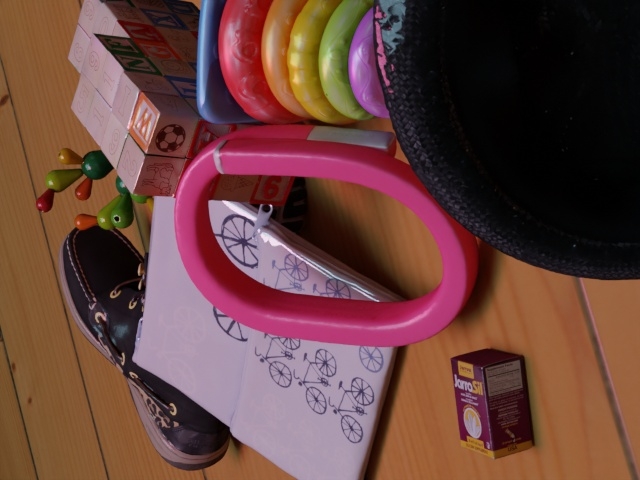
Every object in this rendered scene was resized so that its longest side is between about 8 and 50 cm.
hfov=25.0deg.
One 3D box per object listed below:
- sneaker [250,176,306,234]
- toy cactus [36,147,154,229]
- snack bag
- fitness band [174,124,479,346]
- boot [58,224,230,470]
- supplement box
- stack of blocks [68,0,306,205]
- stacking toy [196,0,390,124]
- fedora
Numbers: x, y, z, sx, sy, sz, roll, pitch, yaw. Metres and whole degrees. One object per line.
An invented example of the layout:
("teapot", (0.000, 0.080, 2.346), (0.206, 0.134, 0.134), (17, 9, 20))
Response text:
("sneaker", (-0.070, -0.073, 1.564), (0.094, 0.081, 0.209), (0, 90, 64))
("toy cactus", (-0.241, -0.097, 1.812), (0.112, 0.219, 0.181), (61, -147, -47))
("snack bag", (-0.071, 0.100, 1.539), (0.342, 0.037, 0.323), (33, 134, 24))
("fitness band", (0.000, 0.000, 1.292), (0.290, 0.054, 0.209), (5, 123, 23))
("boot", (-0.203, 0.075, 1.820), (0.377, 0.138, 0.284), (61, 151, 23))
("supplement box", (0.148, 0.141, 1.252), (0.055, 0.043, 0.083), (8, 108, 64))
("stack of blocks", (-0.157, -0.153, 1.459), (0.297, 0.171, 0.087), (50, 127, 45))
("stacking toy", (0.042, -0.159, 1.236), (0.301, 0.175, 0.166), (21, 111, 45))
("fedora", (0.186, -0.147, 0.881), (0.152, 0.334, 0.334), (-79, -6, -60))
